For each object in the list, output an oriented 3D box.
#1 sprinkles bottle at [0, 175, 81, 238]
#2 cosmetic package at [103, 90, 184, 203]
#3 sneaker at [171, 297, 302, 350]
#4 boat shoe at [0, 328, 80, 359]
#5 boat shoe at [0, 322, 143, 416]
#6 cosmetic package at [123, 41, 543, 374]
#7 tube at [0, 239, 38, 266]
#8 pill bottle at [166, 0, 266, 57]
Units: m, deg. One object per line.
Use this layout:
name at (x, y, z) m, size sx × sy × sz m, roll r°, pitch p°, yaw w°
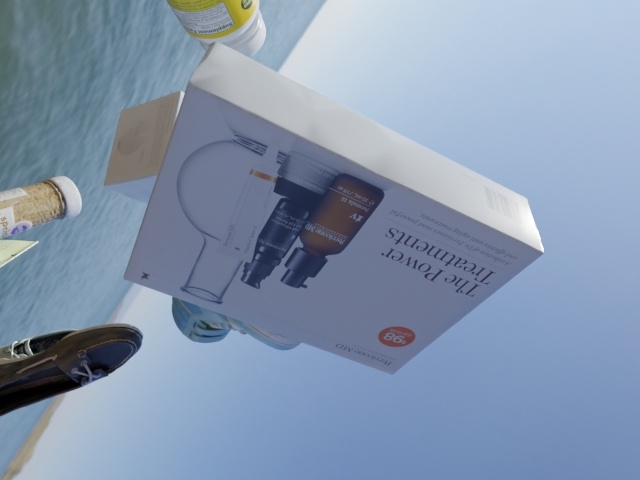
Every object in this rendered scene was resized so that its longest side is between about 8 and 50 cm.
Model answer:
sprinkles bottle at (-0.816, -0.070, 1.269) m, size 0.121 × 0.121 × 0.355 m, roll -43°, pitch 173°, yaw 39°
cosmetic package at (-0.406, -0.230, 1.250) m, size 0.225 × 0.138 × 0.223 m, roll -5°, pitch -110°, yaw 32°
sneaker at (-0.153, 0.132, 0.877) m, size 0.127 × 0.319 × 0.208 m, roll -21°, pitch 136°, yaw -43°
boat shoe at (-0.594, 0.227, 0.984) m, size 0.228 × 0.079 × 0.081 m, roll -13°, pitch 152°, yaw -41°
boat shoe at (-0.479, 0.245, 0.872) m, size 0.336 × 0.112 × 0.095 m, roll -17°, pitch -135°, yaw 0°
cosmetic package at (0.000, 0.000, 0.559) m, size 0.284 × 0.378 × 0.097 m, roll -54°, pitch -160°, yaw 42°
tube at (-0.530, 0.028, 0.676) m, size 0.062 × 0.240 × 0.070 m, roll 77°, pitch 9°, yaw -64°
pill bottle at (-0.153, -0.345, 0.653) m, size 0.119 × 0.119 × 0.208 m, roll -59°, pitch 158°, yaw -12°
